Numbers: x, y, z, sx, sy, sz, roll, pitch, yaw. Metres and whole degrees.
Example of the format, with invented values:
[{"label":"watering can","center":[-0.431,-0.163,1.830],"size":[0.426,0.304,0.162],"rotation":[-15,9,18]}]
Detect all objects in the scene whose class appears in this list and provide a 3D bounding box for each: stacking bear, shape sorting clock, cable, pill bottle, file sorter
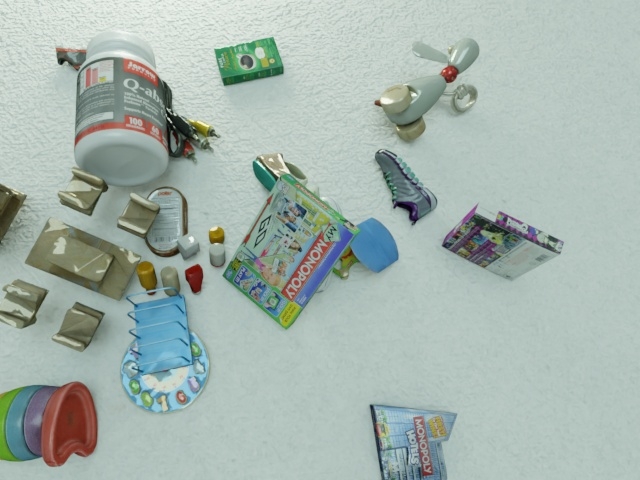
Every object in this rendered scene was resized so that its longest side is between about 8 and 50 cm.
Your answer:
[{"label":"stacking bear","center":[-0.660,0.399,1.002],"size":[0.289,0.175,0.164],"rotation":[-7,75,1]},{"label":"shape sorting clock","center":[-0.366,0.301,1.107],"size":[0.206,0.040,0.206],"rotation":[1,72,-3]},{"label":"cable","center":[-0.408,-0.328,1.312],"size":[0.139,0.072,0.287],"rotation":[-45,67,2]},{"label":"pill bottle","center":[-0.502,-0.337,1.188],"size":[0.210,0.210,0.362],"rotation":[-9,65,-7]},{"label":"file sorter","center":[-0.368,0.203,1.067],"size":[0.118,0.104,0.170],"rotation":[-11,69,-8]}]

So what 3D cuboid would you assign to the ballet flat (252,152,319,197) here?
[{"label":"ballet flat","center":[-0.066,-0.128,1.198],"size":[0.106,0.107,0.316],"rotation":[-19,55,-23]}]

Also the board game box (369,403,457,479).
[{"label":"board game box","center":[0.227,0.466,1.086],"size":[0.194,0.060,0.194],"rotation":[-7,73,-5]}]

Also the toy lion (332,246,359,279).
[{"label":"toy lion","center":[0.057,0.039,1.227],"size":[0.096,0.034,0.100],"rotation":[36,74,15]}]

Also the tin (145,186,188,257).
[{"label":"tin","center":[-0.400,-0.051,1.220],"size":[0.106,0.040,0.189],"rotation":[-3,72,-9]}]

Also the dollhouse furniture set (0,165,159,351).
[{"label":"dollhouse furniture set","center":[-0.638,0.008,1.112],"size":[0.394,0.256,0.362],"rotation":[26,79,-15]}]

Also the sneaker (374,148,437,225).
[{"label":"sneaker","center":[0.209,-0.147,1.270],"size":[0.098,0.083,0.223],"rotation":[-41,80,-10]}]

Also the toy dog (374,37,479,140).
[{"label":"toy dog","center":[0.281,-0.437,1.328],"size":[0.334,0.220,0.161],"rotation":[-31,45,-20]}]

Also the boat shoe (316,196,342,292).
[{"label":"boat shoe","center":[0.000,0.000,1.193],"size":[0.095,0.084,0.258],"rotation":[-3,71,19]}]

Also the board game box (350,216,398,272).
[{"label":"board game box","center":[0.130,0.017,1.217],"size":[0.169,0.033,0.133],"rotation":[-28,82,-45]}]

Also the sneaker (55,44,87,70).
[{"label":"sneaker","center":[-0.676,-0.515,1.347],"size":[0.158,0.061,0.064],"rotation":[8,99,-1]}]

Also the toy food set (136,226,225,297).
[{"label":"toy food set","center":[-0.326,0.067,1.173],"size":[0.232,0.104,0.111],"rotation":[-34,63,-31]}]

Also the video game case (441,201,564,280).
[{"label":"video game case","center":[0.434,0.010,1.156],"size":[0.210,0.232,0.041],"rotation":[26,70,5]}]

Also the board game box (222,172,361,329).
[{"label":"board game box","center":[-0.078,0.033,1.102],"size":[0.213,0.046,0.317],"rotation":[39,118,9]}]

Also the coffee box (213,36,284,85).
[{"label":"coffee box","center":[-0.211,-0.527,1.381],"size":[0.184,0.040,0.113],"rotation":[-16,74,-9]}]
